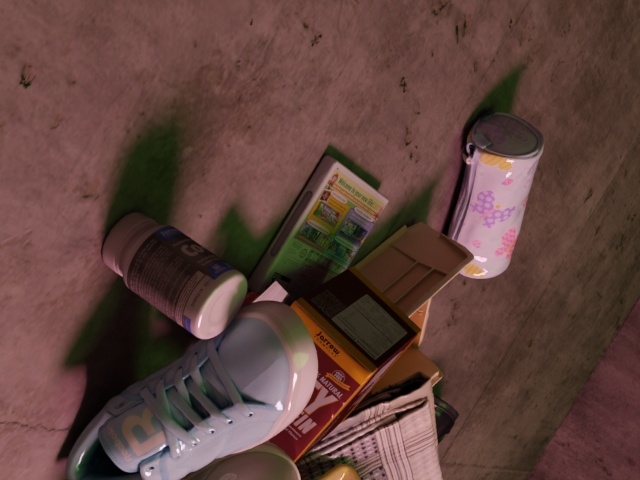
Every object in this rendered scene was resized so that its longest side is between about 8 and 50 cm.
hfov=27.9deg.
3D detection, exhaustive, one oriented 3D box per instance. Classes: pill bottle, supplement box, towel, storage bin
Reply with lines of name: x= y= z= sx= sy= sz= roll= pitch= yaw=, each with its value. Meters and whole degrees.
pill bottle: x=-0.147 y=0.032 z=1.282 sx=0.078 sy=0.137 sz=0.078 roll=-44 pitch=154 yaw=-28
supplement box: x=-0.003 y=0.162 z=1.645 sx=0.191 sy=0.129 sz=0.194 roll=-51 pitch=170 yaw=24
towel: x=0.039 y=0.353 z=1.878 sx=0.312 sy=0.056 sz=0.324 roll=-23 pitch=138 yaw=-8
storage bin: x=0.099 y=0.144 z=1.923 sx=0.260 sy=0.123 sz=0.262 roll=-37 pitch=148 yaw=-39

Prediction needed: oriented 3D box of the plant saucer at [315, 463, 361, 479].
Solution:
plant saucer: x=0.011 y=0.505 z=1.681 sx=0.081 sy=0.333 sz=0.333 roll=-40 pitch=171 yaw=38

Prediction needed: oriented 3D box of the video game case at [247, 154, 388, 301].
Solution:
video game case: x=0.000 y=0.000 z=1.677 sx=0.193 sy=0.023 sz=0.212 roll=-58 pitch=156 yaw=1

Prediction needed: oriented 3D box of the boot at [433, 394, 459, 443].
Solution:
boot: x=0.168 y=0.392 z=2.393 sx=0.207 sy=0.094 sz=0.246 roll=-57 pitch=163 yaw=-13

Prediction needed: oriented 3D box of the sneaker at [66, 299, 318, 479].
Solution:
sneaker: x=-0.145 y=0.190 z=1.349 sx=0.150 sy=0.135 sz=0.366 roll=-27 pitch=169 yaw=-47

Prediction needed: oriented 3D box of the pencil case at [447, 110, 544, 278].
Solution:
pencil case: x=0.265 y=-0.066 z=2.006 sx=0.124 sy=0.113 sz=0.273 roll=-30 pitch=145 yaw=-32

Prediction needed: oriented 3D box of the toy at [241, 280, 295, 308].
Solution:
toy: x=-0.097 y=0.102 z=1.552 sx=0.137 sy=0.056 sz=0.237 roll=-46 pitch=170 yaw=-3

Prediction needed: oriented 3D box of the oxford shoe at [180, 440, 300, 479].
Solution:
oxford shoe: x=-0.204 y=0.401 z=1.478 sx=0.449 sy=0.130 sz=0.169 roll=-38 pitch=120 yaw=9
